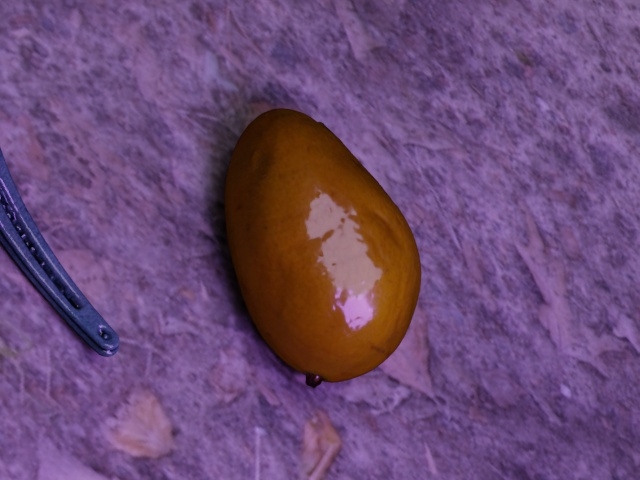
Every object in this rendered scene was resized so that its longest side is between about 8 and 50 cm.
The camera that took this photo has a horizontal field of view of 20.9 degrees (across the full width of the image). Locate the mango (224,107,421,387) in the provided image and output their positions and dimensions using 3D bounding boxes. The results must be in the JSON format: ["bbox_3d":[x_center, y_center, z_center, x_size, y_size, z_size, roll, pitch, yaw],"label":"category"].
[{"bbox_3d":[0.000,0.000,1.390,0.147,0.109,0.227,-15,80,-9],"label":"mango"}]

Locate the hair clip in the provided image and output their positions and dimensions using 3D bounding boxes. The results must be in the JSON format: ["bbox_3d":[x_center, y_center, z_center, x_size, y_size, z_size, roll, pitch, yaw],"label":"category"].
[{"bbox_3d":[-0.220,-0.010,1.303,0.039,0.070,0.229,-40,102,-38],"label":"hair clip"}]
